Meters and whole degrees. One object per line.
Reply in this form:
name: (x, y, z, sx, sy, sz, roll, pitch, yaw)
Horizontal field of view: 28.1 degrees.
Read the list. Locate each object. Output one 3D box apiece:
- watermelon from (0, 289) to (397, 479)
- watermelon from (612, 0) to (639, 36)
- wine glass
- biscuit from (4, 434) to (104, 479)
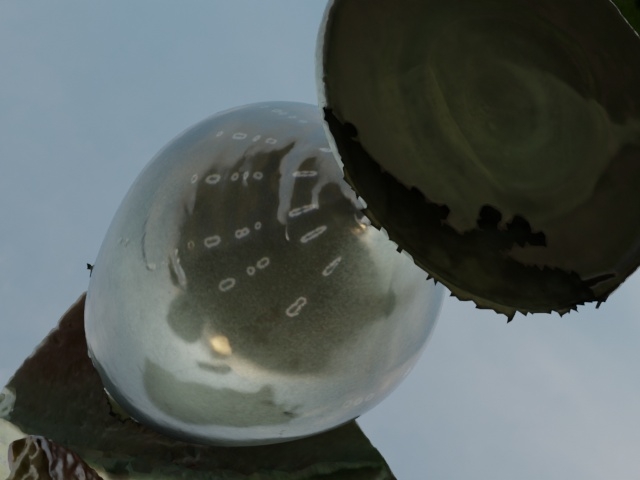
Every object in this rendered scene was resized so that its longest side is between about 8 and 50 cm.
watermelon: (-0.055, 0.105, 0.734, 0.262, 0.213, 0.201, 11, -115, 5)
watermelon: (0.085, -0.107, 0.473, 0.187, 0.141, 0.140, 58, -137, -52)
wine glass: (0.000, 0.000, 0.437, 0.126, 0.241, 0.126, 11, -114, -25)
biscuit: (-0.066, 0.177, 0.489, 0.025, 0.126, 0.206, -26, -114, 5)
